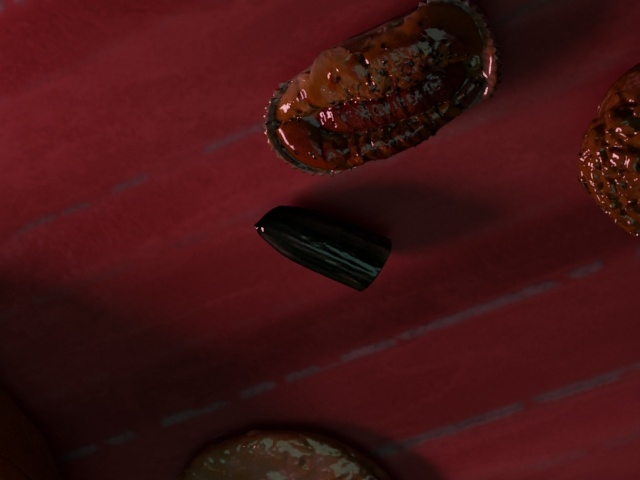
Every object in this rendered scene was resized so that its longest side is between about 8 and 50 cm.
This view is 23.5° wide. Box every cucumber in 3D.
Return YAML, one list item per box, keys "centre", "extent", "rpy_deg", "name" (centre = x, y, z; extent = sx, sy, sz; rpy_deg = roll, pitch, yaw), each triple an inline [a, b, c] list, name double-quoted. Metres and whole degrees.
- centre: [0.000, 0.000, 1.198]
  extent: [0.105, 0.048, 0.048]
  rpy_deg: [23, 125, -2]
  name: "cucumber"

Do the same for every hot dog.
- centre: [0.043, -0.108, 1.108]
  extent: [0.192, 0.053, 0.099]
  rpy_deg: [-26, 114, 21]
  name: "hot dog"

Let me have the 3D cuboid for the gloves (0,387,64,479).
- centre: [-0.326, 0.222, 1.325]
  extent: [0.203, 0.155, 0.356]
  rpy_deg: [-41, 108, 0]
  name: "gloves"

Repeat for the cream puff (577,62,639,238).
- centre: [0.262, -0.059, 1.071]
  extent: [0.165, 0.115, 0.150]
  rpy_deg: [-32, 119, 25]
  name: "cream puff"

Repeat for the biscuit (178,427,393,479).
- centre: [-0.025, 0.252, 1.388]
  extent: [0.219, 0.033, 0.220]
  rpy_deg: [4, 126, 5]
  name: "biscuit"
